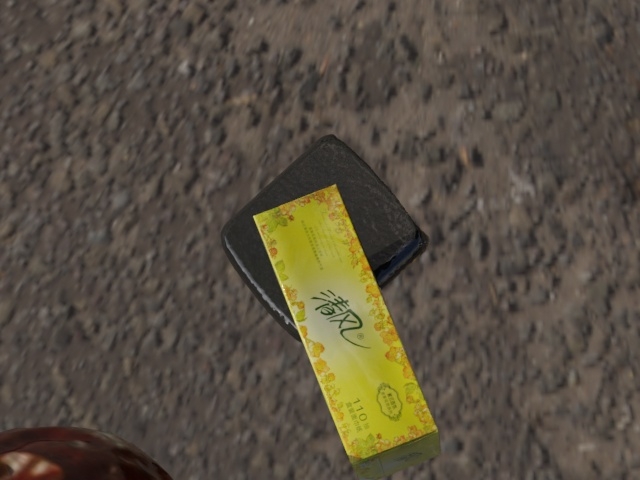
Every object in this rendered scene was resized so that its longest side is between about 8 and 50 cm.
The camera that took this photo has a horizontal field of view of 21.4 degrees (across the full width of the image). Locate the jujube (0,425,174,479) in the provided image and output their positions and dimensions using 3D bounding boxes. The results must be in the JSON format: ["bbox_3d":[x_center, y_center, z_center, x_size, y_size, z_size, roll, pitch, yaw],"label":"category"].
[{"bbox_3d":[-0.180,0.234,0.927,0.223,0.318,0.223,5,112,12],"label":"jujube"}]

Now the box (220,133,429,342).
[{"bbox_3d":[0.000,0.000,1.235,0.125,0.027,0.126,-42,60,2],"label":"box"}]

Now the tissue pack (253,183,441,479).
[{"bbox_3d":[0.019,0.062,1.100,0.062,0.095,0.176,-21,73,-1],"label":"tissue pack"}]
